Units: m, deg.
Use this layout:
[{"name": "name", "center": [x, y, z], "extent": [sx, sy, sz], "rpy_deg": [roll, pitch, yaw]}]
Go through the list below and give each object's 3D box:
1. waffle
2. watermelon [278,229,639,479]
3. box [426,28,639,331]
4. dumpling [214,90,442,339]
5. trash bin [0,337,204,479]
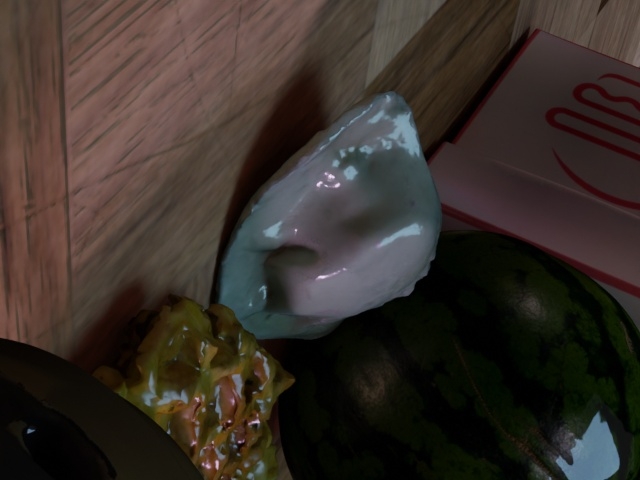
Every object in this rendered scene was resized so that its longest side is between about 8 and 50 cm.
[{"name": "waffle", "center": [-0.103, 0.184, 0.825], "extent": [0.325, 0.068, 0.302], "rpy_deg": [77, 34, -63]}, {"name": "watermelon", "center": [0.116, 0.132, 1.066], "extent": [0.285, 0.285, 0.285], "rpy_deg": [-55, 161, -29]}, {"name": "box", "center": [0.256, 0.036, 1.324], "extent": [0.300, 0.312, 0.314], "rpy_deg": [-51, 158, -40]}, {"name": "dumpling", "center": [0.015, 0.003, 0.900], "extent": [0.152, 0.108, 0.219], "rpy_deg": [-51, 157, -38]}, {"name": "trash bin", "center": [-0.151, 0.143, 0.423], "extent": [0.334, 0.214, 0.214], "rpy_deg": [-12, 126, -66]}]
